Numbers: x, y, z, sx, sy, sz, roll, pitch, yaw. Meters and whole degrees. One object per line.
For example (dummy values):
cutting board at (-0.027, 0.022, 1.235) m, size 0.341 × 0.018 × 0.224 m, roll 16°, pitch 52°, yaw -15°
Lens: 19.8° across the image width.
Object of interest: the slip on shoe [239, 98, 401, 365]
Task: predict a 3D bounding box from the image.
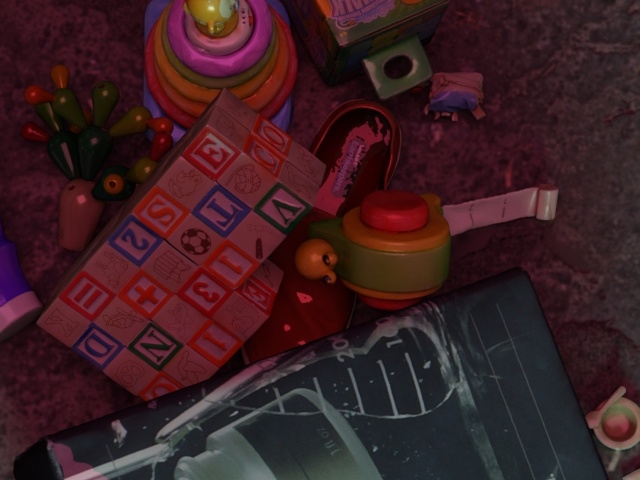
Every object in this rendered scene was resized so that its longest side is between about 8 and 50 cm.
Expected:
slip on shoe at (0.000, 0.000, 1.907) m, size 0.123 × 0.101 × 0.331 m, roll 21°, pitch 80°, yaw 1°

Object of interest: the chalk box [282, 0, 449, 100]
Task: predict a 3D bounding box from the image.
chalk box at (0.045, -0.255, 1.936) m, size 0.132 × 0.132 × 0.213 m, roll -26°, pitch 80°, yaw -12°

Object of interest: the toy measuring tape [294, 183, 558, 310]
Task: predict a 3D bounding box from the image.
toy measuring tape at (0.127, 0.001, 1.850) m, size 0.330 × 0.121 × 0.121 m, roll -10°, pitch 78°, yaw -28°

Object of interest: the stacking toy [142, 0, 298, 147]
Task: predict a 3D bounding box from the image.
stacking toy at (-0.104, -0.208, 1.841) m, size 0.165 × 0.302 × 0.175 m, roll 0°, pitch 78°, yaw -1°

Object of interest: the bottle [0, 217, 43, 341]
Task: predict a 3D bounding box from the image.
bottle at (-0.396, -0.023, 1.902) m, size 0.118 × 0.092 × 0.283 m, roll -36°, pitch 82°, yaw -9°

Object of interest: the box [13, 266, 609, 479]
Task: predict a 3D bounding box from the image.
box at (0.026, 0.336, 1.687) m, size 0.472 × 0.297 × 0.480 m, roll -19°, pitch 84°, yaw -17°

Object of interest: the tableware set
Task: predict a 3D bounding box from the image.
tableware set at (0.303, 0.246, 1.908) m, size 0.141 × 0.020 × 0.169 m, roll -39°, pitch 82°, yaw -8°

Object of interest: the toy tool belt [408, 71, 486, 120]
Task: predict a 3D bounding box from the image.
toy tool belt at (0.135, -0.152, 1.966) m, size 0.083 × 0.052 × 0.051 m, roll -2°, pitch 71°, yaw -1°

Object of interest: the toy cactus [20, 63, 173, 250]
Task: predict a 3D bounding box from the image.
toy cactus at (-0.243, -0.076, 1.898) m, size 0.219 × 0.112 × 0.180 m, roll 25°, pitch 109°, yaw 33°

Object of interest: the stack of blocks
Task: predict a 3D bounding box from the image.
stack of blocks at (-0.122, 0.017, 1.804) m, size 0.171 × 0.087 × 0.297 m, roll 37°, pitch 119°, yaw -12°
